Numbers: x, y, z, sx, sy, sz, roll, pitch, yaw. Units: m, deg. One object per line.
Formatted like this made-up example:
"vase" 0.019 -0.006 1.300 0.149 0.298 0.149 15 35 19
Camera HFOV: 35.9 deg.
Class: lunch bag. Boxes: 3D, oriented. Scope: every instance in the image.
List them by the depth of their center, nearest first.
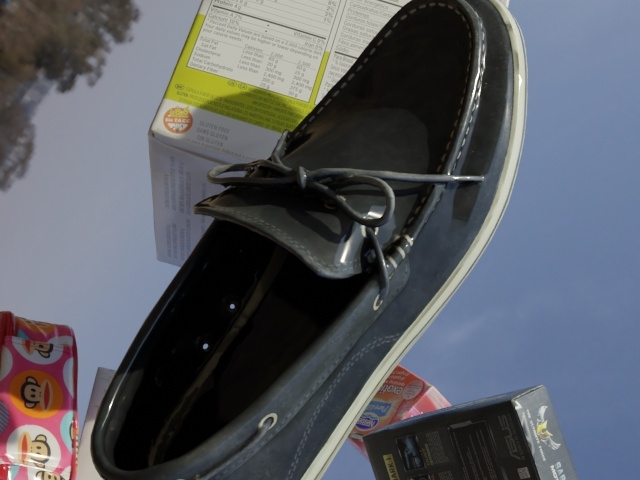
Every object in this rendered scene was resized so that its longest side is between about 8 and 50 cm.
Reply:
"lunch bag" -0.398 0.259 1.216 0.258 0.120 0.293 -44 -139 38

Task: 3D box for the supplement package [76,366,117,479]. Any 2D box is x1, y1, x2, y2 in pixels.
"supplement package" -0.251 0.303 1.285 0.139 0.134 0.244 122 -20 -73

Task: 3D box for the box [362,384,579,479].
"box" 0.149 0.259 0.865 0.183 0.059 0.232 -26 -101 43

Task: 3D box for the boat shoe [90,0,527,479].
"boat shoe" 0.000 0.000 0.745 0.187 0.156 0.500 24 -103 39

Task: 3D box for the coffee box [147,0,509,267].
"coffee box" 0.003 -0.136 1.219 0.337 0.338 0.334 108 -3 -64

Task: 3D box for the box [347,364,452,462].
"box" 0.176 0.342 1.540 0.142 0.300 0.154 -46 -155 -8
